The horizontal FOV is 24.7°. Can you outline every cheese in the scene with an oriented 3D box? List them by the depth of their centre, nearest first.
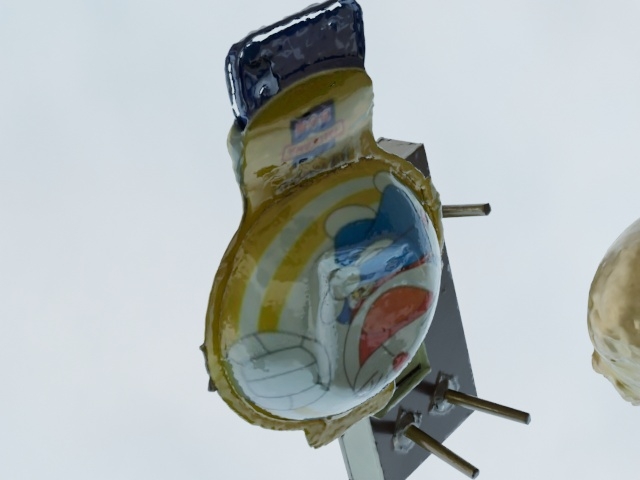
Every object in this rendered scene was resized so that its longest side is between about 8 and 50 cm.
[{"bbox_3d":[0.000,0.000,0.804,0.177,0.270,0.069,-29,-144,-28],"label":"cheese"}]

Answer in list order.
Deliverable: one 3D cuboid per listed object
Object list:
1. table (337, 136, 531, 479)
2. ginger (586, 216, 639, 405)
[{"bbox_3d":[0.073,0.064,1.057,0.111,0.240,0.121,14,-139,40],"label":"table"},{"bbox_3d":[0.290,-0.074,0.672,0.122,0.363,0.348,38,-158,20],"label":"ginger"}]
